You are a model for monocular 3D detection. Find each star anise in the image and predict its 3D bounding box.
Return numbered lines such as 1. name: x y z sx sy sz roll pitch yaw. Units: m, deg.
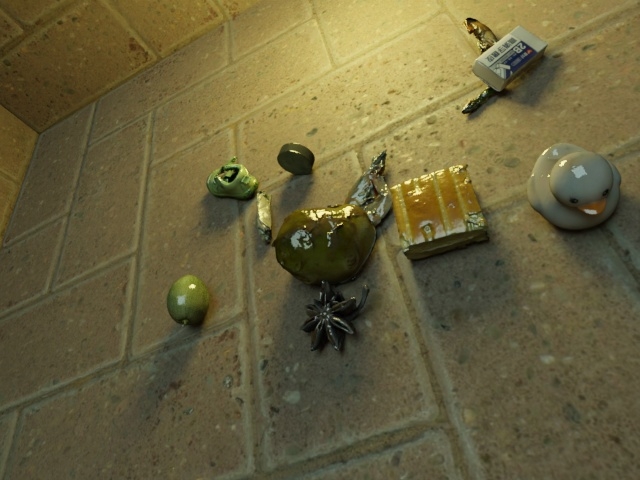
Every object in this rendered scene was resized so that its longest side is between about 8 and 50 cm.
1. star anise: 0.041 0.208 1.304 0.232 0.089 0.208 -13 65 29

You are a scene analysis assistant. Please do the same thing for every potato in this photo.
1. potato: 0.000 0.000 1.383 0.300 0.196 0.246 -25 60 19

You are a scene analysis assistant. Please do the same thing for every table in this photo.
1. table: -0.089 -0.296 1.700 0.134 0.133 0.043 1 58 31

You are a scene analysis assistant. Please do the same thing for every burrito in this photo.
1. burrito: -0.202 -0.091 1.672 0.058 0.063 0.229 -1 52 -4

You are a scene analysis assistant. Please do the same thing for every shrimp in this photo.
1. shrimp: 0.171 -0.157 1.504 0.165 0.062 0.316 16 72 32
2. shrimp: 0.567 -0.680 1.618 0.118 0.066 0.261 0 53 -17

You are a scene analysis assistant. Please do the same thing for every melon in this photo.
1. melon: -0.441 0.204 1.554 0.139 0.139 0.192 -21 46 17

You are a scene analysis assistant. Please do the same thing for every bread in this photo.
1. bread: 0.332 -0.077 1.316 0.240 0.111 0.245 -17 52 21

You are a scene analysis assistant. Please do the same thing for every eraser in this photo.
1. eraser: 0.610 -0.589 1.504 0.210 0.068 0.124 -40 69 -11

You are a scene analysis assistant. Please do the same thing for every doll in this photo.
1. doll: 0.616 -0.147 1.135 0.221 0.221 0.250 -19 51 19

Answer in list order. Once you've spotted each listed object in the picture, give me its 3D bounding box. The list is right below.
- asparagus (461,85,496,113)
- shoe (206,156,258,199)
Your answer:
1. asparagus: 0.528 -0.466 1.527 0.165 0.030 0.036 -39 76 0
2. shoe: -0.352 -0.247 1.842 0.262 0.128 0.140 20 57 35
